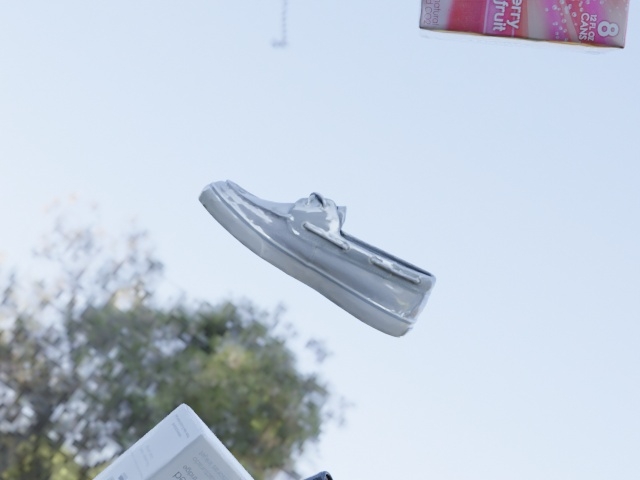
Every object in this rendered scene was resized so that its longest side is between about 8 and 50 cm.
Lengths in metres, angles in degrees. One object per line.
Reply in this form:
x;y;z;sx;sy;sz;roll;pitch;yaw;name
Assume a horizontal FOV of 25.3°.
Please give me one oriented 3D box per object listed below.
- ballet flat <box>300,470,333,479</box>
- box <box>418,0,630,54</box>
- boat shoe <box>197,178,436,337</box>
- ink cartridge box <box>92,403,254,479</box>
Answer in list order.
0.044;0.301;1.383;0.203;0.074;0.074;46;-13;31;ballet flat
0.161;-0.291;1.043;0.154;0.300;0.142;7;6;3;box
0.000;0.000;1.039;0.184;0.063;0.066;33;9;2;boat shoe
-0.173;0.342;1.454;0.207;0.283;0.117;51;-6;-17;ink cartridge box
